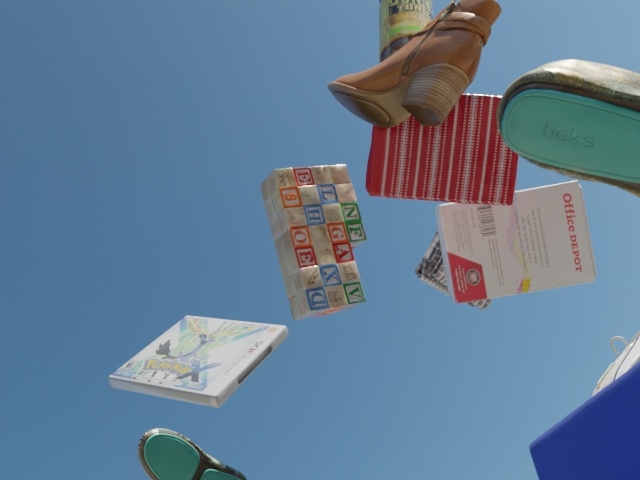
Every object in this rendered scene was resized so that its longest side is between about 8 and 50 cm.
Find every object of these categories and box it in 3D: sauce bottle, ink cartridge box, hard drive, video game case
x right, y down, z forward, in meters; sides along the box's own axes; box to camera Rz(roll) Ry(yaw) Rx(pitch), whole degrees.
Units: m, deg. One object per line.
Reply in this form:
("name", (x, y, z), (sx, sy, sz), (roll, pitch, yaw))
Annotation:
("sauce bottle", (0.167, -0.448, 1.253), (0.111, 0.344, 0.111), (1, -35, 0))
("ink cartridge box", (0.428, 0.005, 1.422), (0.306, 0.131, 0.226), (-9, -90, 3))
("hard drive", (0.400, 0.284, 0.794), (0.040, 0.210, 0.319), (12, -46, -20))
("video game case", (-0.290, 0.278, 1.530), (0.300, 0.328, 0.036), (-41, -55, -52))

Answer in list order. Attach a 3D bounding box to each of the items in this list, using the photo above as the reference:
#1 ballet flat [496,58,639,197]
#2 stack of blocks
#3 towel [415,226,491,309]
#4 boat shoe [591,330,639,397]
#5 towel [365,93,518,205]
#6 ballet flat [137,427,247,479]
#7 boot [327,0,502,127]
("ballet flat", (0.329, -0.076, 0.545), (0.123, 0.348, 0.123), (-46, -29, -35))
("stack of blocks", (0.000, 0.000, 1.297), (0.171, 0.297, 0.087), (-7, -16, -28))
("towel", (0.407, 0.025, 1.684), (0.235, 0.121, 0.284), (32, -92, -37))
("boat shoe", (0.691, 0.270, 1.362), (0.367, 0.136, 0.156), (-32, -7, -36))
("towel", (0.223, -0.170, 1.166), (0.031, 0.274, 0.199), (-26, -59, -76))
("ballet flat", (-0.175, 0.301, 0.831), (0.070, 0.070, 0.188), (-43, -61, 1))
("boot", (0.152, -0.309, 1.068), (0.109, 0.283, 0.220), (36, -102, -34))
